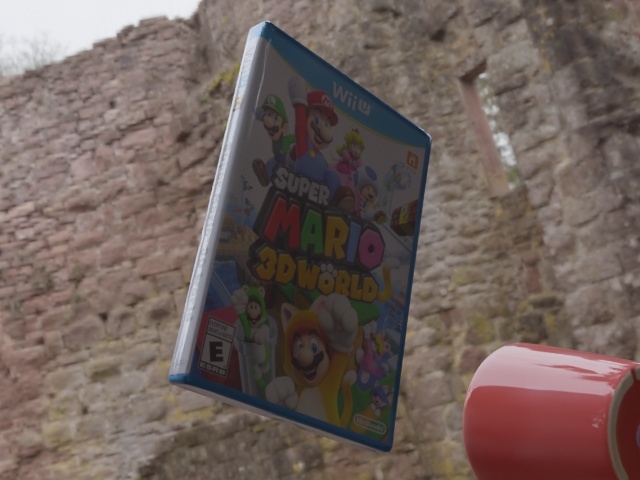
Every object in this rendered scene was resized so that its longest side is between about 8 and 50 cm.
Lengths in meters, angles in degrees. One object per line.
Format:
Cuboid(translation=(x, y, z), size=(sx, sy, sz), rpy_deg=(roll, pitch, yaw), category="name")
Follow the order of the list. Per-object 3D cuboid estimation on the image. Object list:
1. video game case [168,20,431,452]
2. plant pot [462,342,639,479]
Cuboid(translation=(0.000, 0.000, 0.401), size=(0.119, 0.166, 0.015), rpy_deg=(28, -28, -36), category="video game case")
Cuboid(translation=(0.395, 0.286, 1.337), size=(0.275, 0.275, 0.243), rpy_deg=(-6, -3, -36), category="plant pot")
